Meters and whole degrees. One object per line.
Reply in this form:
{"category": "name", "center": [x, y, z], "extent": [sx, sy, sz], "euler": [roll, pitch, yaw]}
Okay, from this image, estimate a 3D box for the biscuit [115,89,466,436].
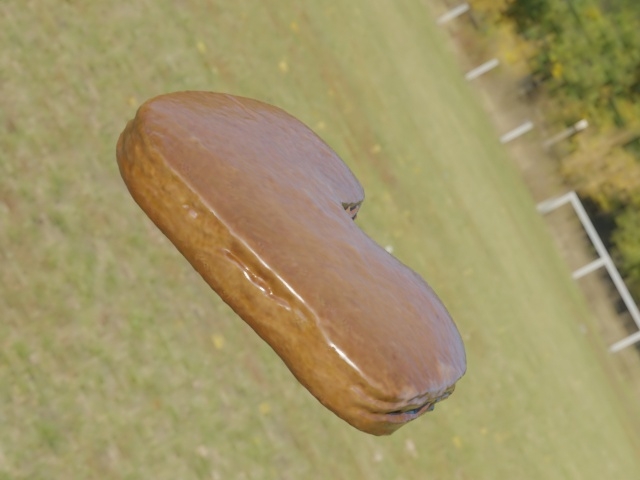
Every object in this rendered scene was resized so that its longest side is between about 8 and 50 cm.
{"category": "biscuit", "center": [0.000, 0.000, 0.710], "extent": [0.192, 0.036, 0.186], "euler": [47, 20, 15]}
